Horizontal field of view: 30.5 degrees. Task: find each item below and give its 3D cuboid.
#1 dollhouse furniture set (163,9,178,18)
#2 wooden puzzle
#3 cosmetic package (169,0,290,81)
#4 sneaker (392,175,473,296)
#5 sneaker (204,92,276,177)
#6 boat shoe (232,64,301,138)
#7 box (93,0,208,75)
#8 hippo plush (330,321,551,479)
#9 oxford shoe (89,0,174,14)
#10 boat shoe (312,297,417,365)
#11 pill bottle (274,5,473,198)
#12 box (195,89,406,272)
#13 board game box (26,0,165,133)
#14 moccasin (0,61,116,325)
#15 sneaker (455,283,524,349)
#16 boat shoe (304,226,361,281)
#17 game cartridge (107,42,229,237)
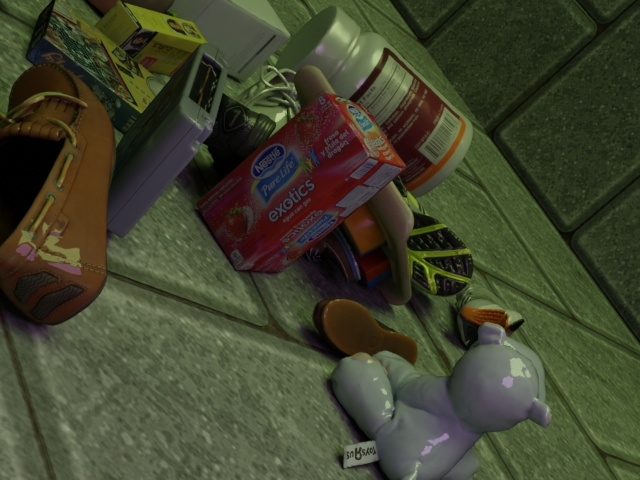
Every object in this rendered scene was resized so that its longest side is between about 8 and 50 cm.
[{"bbox_3d":[-0.303,-0.383,2.029,0.152,0.058,0.076,34,19,26],"label":"dollhouse furniture set"},{"bbox_3d":[0.037,-0.068,1.870,0.322,0.081,0.348,59,-10,20],"label":"wooden puzzle"},{"bbox_3d":[-0.211,-0.441,2.168,0.225,0.138,0.224,21,31,-56],"label":"cosmetic package"},{"bbox_3d":[0.114,-0.037,2.124,0.384,0.145,0.147,51,-8,11],"label":"sneaker"},{"bbox_3d":[-0.147,-0.161,1.719,0.130,0.087,0.227,33,-11,-6],"label":"sneaker"},{"bbox_3d":[-0.072,-0.226,2.002,0.136,0.156,0.367,45,18,-8],"label":"boat shoe"},{"bbox_3d":[-0.271,-0.317,1.864,0.058,0.087,0.232,54,18,12],"label":"box"},{"bbox_3d":[0.163,0.194,1.530,0.234,0.236,0.294,52,19,14],"label":"hippo plush"},{"bbox_3d":[-0.389,-0.515,1.905,0.397,0.146,0.140,41,22,-12],"label":"oxford shoe"},{"bbox_3d":[0.052,0.137,1.689,0.073,0.073,0.207,12,-18,46],"label":"boat shoe"},{"bbox_3d":[0.108,-0.284,2.419,0.392,0.224,0.224,40,19,-21],"label":"pill bottle"},{"bbox_3d":[-0.027,-0.076,1.632,0.122,0.257,0.128,57,21,20],"label":"box"},{"bbox_3d":[-0.303,-0.231,1.682,0.243,0.042,0.165,39,20,-24],"label":"board game box"},{"bbox_3d":[-0.307,-0.077,1.235,0.147,0.139,0.380,45,26,-36],"label":"moccasin"},{"bbox_3d":[0.288,0.133,2.194,0.121,0.099,0.262,46,9,21],"label":"sneaker"},{"bbox_3d":[0.000,0.000,1.834,0.183,0.066,0.066,57,-8,29],"label":"boat shoe"},{"bbox_3d":[-0.198,-0.124,1.443,0.062,0.198,0.297,42,18,-17],"label":"game cartridge"}]
